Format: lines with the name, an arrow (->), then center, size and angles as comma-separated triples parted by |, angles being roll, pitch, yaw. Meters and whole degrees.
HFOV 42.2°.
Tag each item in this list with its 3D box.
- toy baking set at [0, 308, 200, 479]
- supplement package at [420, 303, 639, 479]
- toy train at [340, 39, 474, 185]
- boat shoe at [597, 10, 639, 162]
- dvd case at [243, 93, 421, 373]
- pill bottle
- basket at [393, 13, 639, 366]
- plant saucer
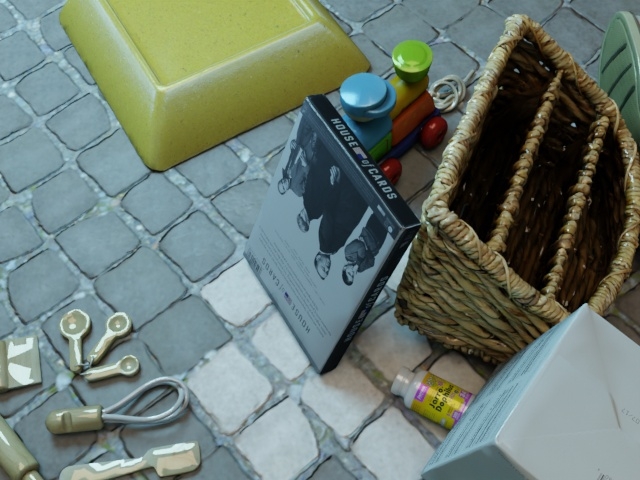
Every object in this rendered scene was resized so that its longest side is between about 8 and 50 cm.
toy baking set -> -0.251, 0.173, 0.865 | 0.197, 0.030, 0.256 | -36, 64, -18
supplement package -> 0.225, 0.195, 0.712 | 0.194, 0.203, 0.149 | 39, 67, 8
toy train -> 0.112, -0.186, 1.002 | 0.105, 0.143, 0.248 | 39, 68, 22
boat shoe -> 0.396, -0.127, 0.938 | 0.103, 0.113, 0.302 | -3, 67, -5
dvd case -> 0.000, 0.000, 0.846 | 0.029, 0.238, 0.179 | -14, 57, -33
pill bottle -> 0.116, 0.161, 0.851 | 0.083, 0.043, 0.043 | 25, 63, 16
basket -> 0.229, -0.039, 0.851 | 0.213, 0.223, 0.299 | 22, 56, 11
plant saucer -> -0.153, -0.294, 1.114 | 0.333, 0.081, 0.333 | -27, 62, -15
